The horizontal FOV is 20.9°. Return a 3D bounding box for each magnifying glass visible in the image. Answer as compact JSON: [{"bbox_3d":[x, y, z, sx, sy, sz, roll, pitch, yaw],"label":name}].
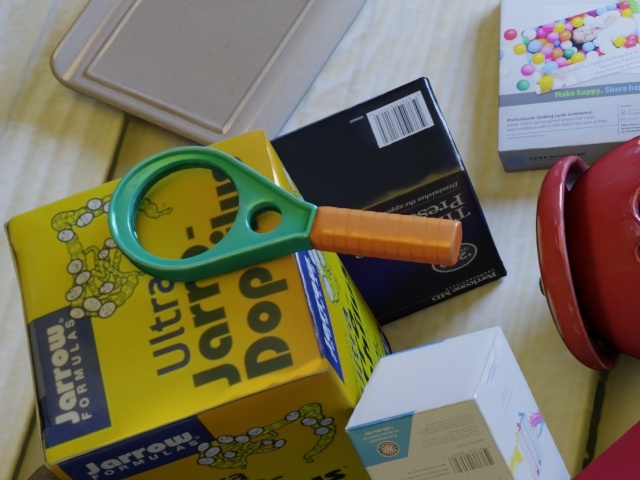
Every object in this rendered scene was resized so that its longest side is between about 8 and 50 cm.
[{"bbox_3d":[-0.026,-0.011,1.094,0.231,0.026,0.092,7,64,17],"label":"magnifying glass"}]

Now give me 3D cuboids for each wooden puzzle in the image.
[{"bbox_3d":[-0.103,-0.196,1.631,0.239,0.044,0.221,26,73,23],"label":"wooden puzzle"}]

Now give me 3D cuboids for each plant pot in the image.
[{"bbox_3d":[0.265,0.007,1.319,0.174,0.191,0.191,-11,60,23],"label":"plant pot"}]

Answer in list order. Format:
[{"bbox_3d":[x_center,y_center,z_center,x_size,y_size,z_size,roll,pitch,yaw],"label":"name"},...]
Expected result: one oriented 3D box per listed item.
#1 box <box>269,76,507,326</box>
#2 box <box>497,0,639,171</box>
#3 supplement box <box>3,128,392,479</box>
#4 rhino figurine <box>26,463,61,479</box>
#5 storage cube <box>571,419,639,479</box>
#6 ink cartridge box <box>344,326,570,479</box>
[{"bbox_3d":[0.000,0.000,1.405,0.261,0.184,0.103,-23,60,6],"label":"box"},{"bbox_3d":[0.228,-0.153,1.500,0.145,0.038,0.186,-4,61,16],"label":"box"},{"bbox_3d":[-0.057,0.111,1.262,0.195,0.356,0.194,-20,59,7],"label":"supplement box"},{"bbox_3d":[-0.207,0.235,1.411,0.106,0.073,0.243,17,68,22],"label":"rhino figurine"},{"bbox_3d":[0.236,0.266,1.167,0.193,0.215,0.183,-40,46,-6],"label":"storage cube"},{"bbox_3d":[0.095,0.146,1.123,0.092,0.143,0.090,-17,22,25],"label":"ink cartridge box"}]
